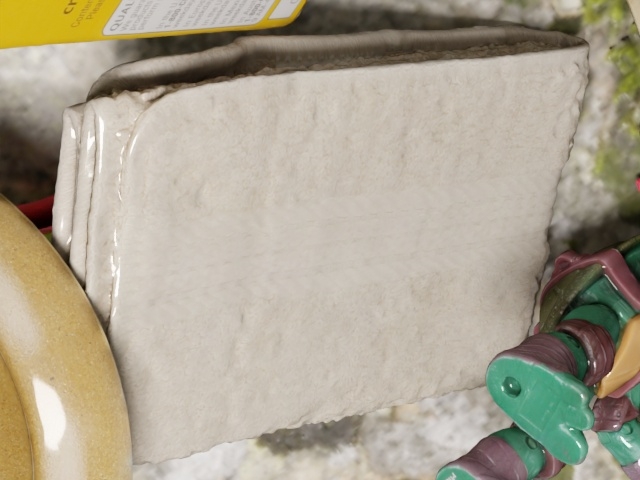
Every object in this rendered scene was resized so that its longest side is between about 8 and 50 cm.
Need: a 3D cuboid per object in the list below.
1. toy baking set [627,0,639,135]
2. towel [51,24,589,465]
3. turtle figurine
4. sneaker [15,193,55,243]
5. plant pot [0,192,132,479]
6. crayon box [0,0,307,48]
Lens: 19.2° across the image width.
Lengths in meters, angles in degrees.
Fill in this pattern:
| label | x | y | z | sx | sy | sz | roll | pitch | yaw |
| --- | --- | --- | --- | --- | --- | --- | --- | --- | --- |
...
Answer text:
| label | x | y | z | sx | sy | sz | roll | pitch | yaw |
| --- | --- | --- | --- | --- | --- | --- | --- | --- | --- |
| toy baking set | 0.224 | -0.129 | 0.918 | 0.256 | 0.030 | 0.196 | -4 | 111 | -13 |
| towel | 0.000 | 0.000 | 0.858 | 0.282 | 0.049 | 0.187 | -8 | 119 | -37 |
| turtle figurine | 0.154 | 0.054 | 0.909 | 0.234 | 0.118 | 0.175 | -30 | 132 | -42 |
| sneaker | -0.140 | 0.027 | 0.867 | 0.208 | 0.081 | 0.094 | -47 | 116 | -4 |
| plant pot | -0.186 | 0.075 | 0.813 | 0.236 | 0.032 | 0.236 | 9 | 109 | 28 |
| crayon box | -0.080 | -0.166 | 0.662 | 0.323 | 0.083 | 0.203 | -14 | 148 | -53 |
